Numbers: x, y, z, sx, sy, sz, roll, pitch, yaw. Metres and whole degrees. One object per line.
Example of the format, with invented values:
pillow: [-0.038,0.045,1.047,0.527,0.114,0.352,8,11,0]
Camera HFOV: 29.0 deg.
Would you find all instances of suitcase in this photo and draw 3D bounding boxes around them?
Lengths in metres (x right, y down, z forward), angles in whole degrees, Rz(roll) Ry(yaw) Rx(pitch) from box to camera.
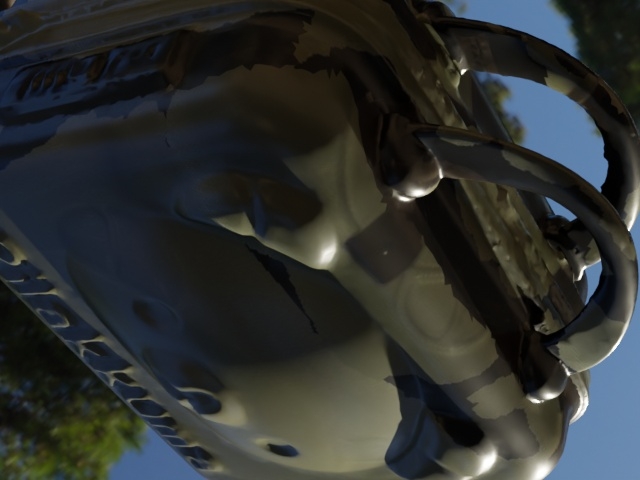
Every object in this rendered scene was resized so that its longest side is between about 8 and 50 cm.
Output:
suitcase: [0.000,0.000,0.655,0.351,0.339,0.194,53,-138,-37]
